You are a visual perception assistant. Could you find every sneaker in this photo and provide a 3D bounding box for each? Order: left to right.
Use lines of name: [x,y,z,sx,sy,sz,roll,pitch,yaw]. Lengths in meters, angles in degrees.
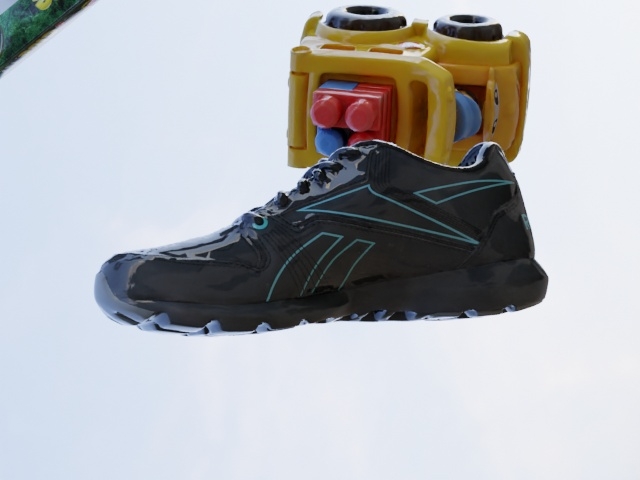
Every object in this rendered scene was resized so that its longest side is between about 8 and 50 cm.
sneaker: [0.000,0.000,0.852,0.267,0.101,0.106,-4,-92,-23]

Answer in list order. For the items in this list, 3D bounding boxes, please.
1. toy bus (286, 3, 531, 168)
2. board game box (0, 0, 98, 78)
toy bus: [0.071,-0.120,1.338,0.211,0.220,0.149,-58,-28,-70]
board game box: [-0.277,-0.186,1.151,0.136,0.260,0.030,60,-157,5]
